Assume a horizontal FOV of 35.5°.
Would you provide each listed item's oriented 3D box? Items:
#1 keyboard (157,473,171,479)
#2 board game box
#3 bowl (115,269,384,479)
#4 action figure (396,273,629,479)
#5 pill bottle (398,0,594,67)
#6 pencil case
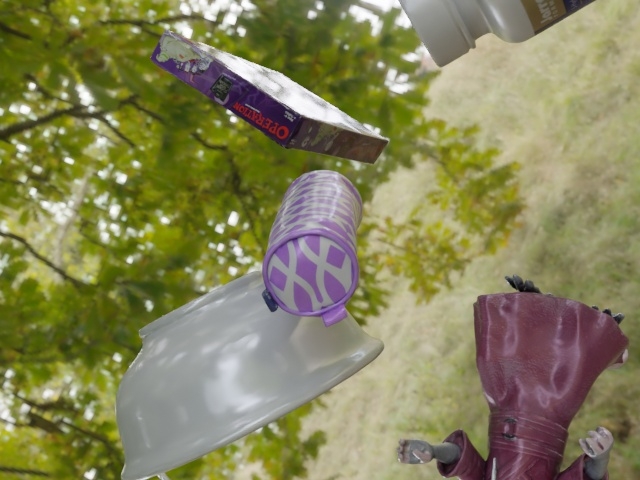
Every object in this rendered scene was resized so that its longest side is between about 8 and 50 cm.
[{"bbox_3d":[-0.172,0.447,1.553,0.014,0.256,0.072,-44,-16,-14],"label":"keyboard"},{"bbox_3d":[-0.052,-0.177,1.298,0.056,0.208,0.347,-55,-16,13],"label":"board game box"},{"bbox_3d":[-0.094,0.119,1.025,0.298,0.134,0.298,-27,-1,-1],"label":"bowl"},{"bbox_3d":[0.258,0.245,1.304,0.276,0.248,0.370,48,-125,-66],"label":"action figure"},{"bbox_3d":[0.141,-0.199,0.670,0.187,0.112,0.112,-30,-11,12],"label":"pill bottle"},{"bbox_3d":[0.000,0.000,0.907,0.086,0.088,0.206,-33,15,16],"label":"pencil case"}]
